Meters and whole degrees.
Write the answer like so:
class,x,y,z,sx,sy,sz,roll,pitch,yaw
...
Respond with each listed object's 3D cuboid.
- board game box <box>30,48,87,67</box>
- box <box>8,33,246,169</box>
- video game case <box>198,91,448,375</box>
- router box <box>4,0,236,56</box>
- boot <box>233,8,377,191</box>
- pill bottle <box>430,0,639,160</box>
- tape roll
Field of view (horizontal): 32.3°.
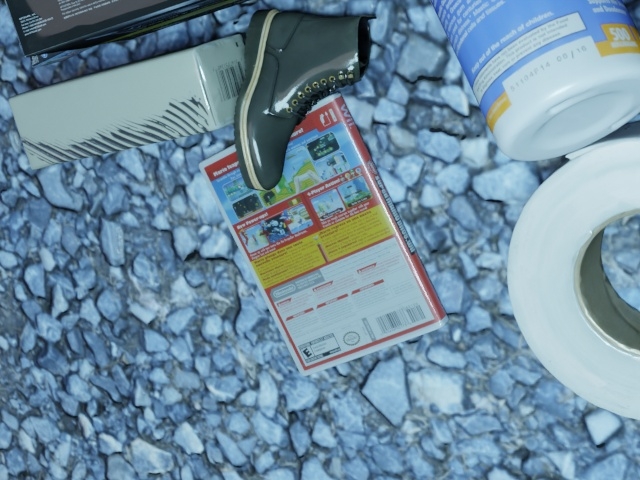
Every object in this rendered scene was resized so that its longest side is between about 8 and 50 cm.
class,x,y,z,sx,sy,sz,roll,pitch,yaw
board game box,-0.263,-0.309,1.281,0.194,0.060,0.194,-1,106,26
box,-0.216,-0.158,1.279,0.275,0.113,0.094,-9,104,30
video game case,0.000,0.000,1.270,0.204,0.025,0.285,-23,95,31
router box,-0.115,-0.267,1.078,0.309,0.243,0.081,-14,100,16
boot,-0.014,-0.150,1.176,0.137,0.077,0.198,4,92,24
pill bottle,0.180,-0.222,0.998,0.152,0.152,0.272,-33,68,31
tape roll,0.329,0.027,1.067,0.286,0.100,0.286,9,111,25
